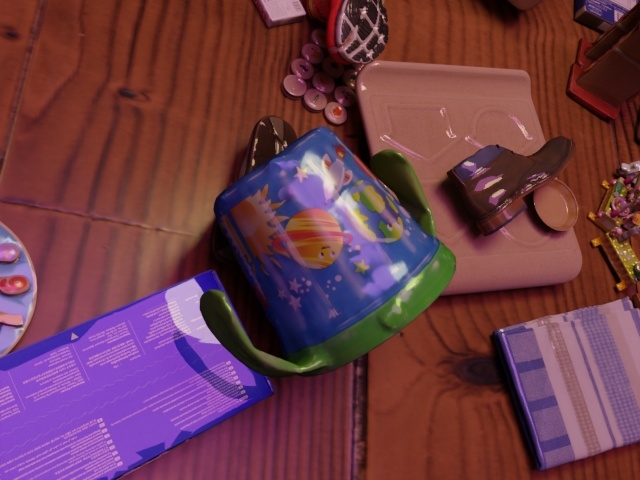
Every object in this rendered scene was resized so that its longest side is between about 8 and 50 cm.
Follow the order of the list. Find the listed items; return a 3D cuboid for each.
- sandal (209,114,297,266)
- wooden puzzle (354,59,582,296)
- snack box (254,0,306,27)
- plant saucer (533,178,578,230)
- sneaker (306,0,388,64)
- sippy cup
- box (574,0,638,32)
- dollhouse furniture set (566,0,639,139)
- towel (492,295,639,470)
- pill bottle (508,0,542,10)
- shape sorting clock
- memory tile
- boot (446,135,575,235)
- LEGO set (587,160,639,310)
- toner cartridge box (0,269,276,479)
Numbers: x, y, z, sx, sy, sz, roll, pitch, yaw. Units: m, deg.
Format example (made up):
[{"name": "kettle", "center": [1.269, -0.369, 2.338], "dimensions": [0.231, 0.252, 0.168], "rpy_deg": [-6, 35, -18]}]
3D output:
[{"name": "sandal", "center": [-0.091, -0.064, 0.931], "dimensions": [0.090, 0.060, 0.219], "rpy_deg": [26, 64, -31]}, {"name": "wooden puzzle", "center": [0.215, -0.091, 1.075], "dimensions": [0.322, 0.080, 0.348], "rpy_deg": [-3, 75, -24]}, {"name": "snack box", "center": [-0.090, -0.413, 1.099], "dimensions": [0.064, 0.022, 0.178], "rpy_deg": [-22, 79, -28]}, {"name": "plant saucer", "center": [0.349, -0.052, 1.066], "dimensions": [0.083, 0.015, 0.083], "rpy_deg": [8, 70, -23]}, {"name": "sneaker", "center": [0.033, -0.351, 1.073], "dimensions": [0.107, 0.118, 0.279], "rpy_deg": [50, 35, -39]}, {"name": "sippy cup", "center": [0.000, 0.000, 0.826], "dimensions": [0.224, 0.240, 0.305], "rpy_deg": [54, 17, -8]}, {"name": "box", "center": [0.572, -0.508, 1.420], "dimensions": [0.136, 0.036, 0.225], "rpy_deg": [18, 64, -16]}, {"name": "dollhouse furniture set", "center": [0.652, -0.270, 1.262], "dimensions": [0.374, 0.201, 0.152], "rpy_deg": [31, 60, -9]}, {"name": "towel", "center": [0.396, 0.204, 1.052], "dimensions": [0.285, 0.034, 0.209], "rpy_deg": [-8, 72, -26]}, {"name": "pill bottle", "center": [0.276, -0.608, 1.221], "dimensions": [0.407, 0.229, 0.229], "rpy_deg": [37, 59, -5]}, {"name": "shape sorting clock", "center": [-0.411, 0.051, 0.757], "dimensions": [0.206, 0.040, 0.206], "rpy_deg": [9, 66, -20]}, {"name": "memory tile", "center": [0.012, -0.252, 1.084], "dimensions": [0.113, 0.012, 0.148], "rpy_deg": [31, 61, -9]}, {"name": "boot", "center": [0.275, -0.112, 1.016], "dimensions": [0.219, 0.082, 0.106], "rpy_deg": [-42, 95, -27]}, {"name": "LEGO set", "center": [0.523, -0.020, 1.153], "dimensions": [0.132, 0.107, 0.287], "rpy_deg": [18, 61, -15]}, {"name": "toner cartridge box", "center": [-0.238, 0.174, 0.762], "dimensions": [0.347, 0.075, 0.165], "rpy_deg": [-23, 81, -29]}]
